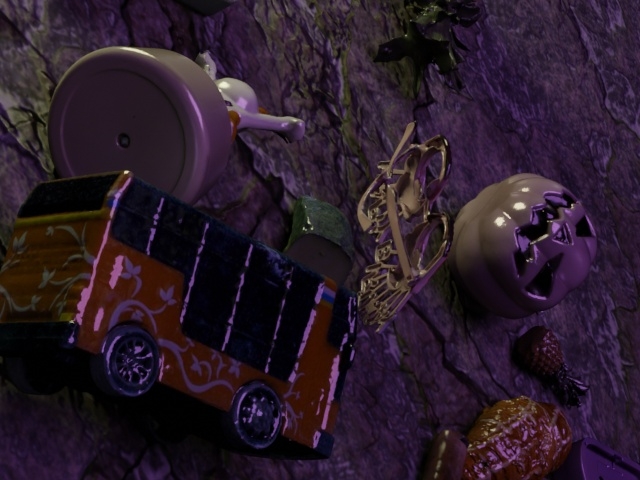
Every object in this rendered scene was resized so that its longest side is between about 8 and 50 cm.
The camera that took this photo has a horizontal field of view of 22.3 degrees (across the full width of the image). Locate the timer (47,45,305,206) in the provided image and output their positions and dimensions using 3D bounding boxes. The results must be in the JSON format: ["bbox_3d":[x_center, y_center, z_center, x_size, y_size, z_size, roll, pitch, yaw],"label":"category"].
[{"bbox_3d":[-0.128,-0.122,1.626,0.175,0.175,0.266,64,29,-1],"label":"timer"}]

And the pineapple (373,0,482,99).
[{"bbox_3d":[0.157,-0.298,2.077,0.130,0.119,0.277,92,15,-46],"label":"pineapple"}]

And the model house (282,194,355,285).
[{"bbox_3d":[0.000,0.000,1.780,0.079,0.066,0.083,31,30,-21],"label":"model house"}]

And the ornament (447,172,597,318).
[{"bbox_3d":[0.245,0.013,1.954,0.177,0.177,0.177,26,52,-39],"label":"ornament"}]

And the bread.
[{"bbox_3d":[0.238,0.234,1.906,0.233,0.076,0.105,-12,81,-53],"label":"bread"}]

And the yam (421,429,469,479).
[{"bbox_3d":[0.115,0.313,1.742,0.046,0.046,0.264,45,42,-24],"label":"yam"}]

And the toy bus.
[{"bbox_3d":[-0.127,0.077,1.470,0.323,0.162,0.194,28,67,-39],"label":"toy bus"}]

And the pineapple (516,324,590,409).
[{"bbox_3d":[0.296,0.162,2.025,0.124,0.058,0.058,47,42,-22],"label":"pineapple"}]

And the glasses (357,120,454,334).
[{"bbox_3d":[0.069,-0.017,1.793,0.095,0.162,0.255,21,50,-17],"label":"glasses"}]

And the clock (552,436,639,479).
[{"bbox_3d":[0.349,0.315,2.006,0.153,0.050,0.110,31,49,-35],"label":"clock"}]

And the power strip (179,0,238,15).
[{"bbox_3d":[-0.189,-0.376,1.755,0.265,0.059,0.193,24,54,-39],"label":"power strip"}]
